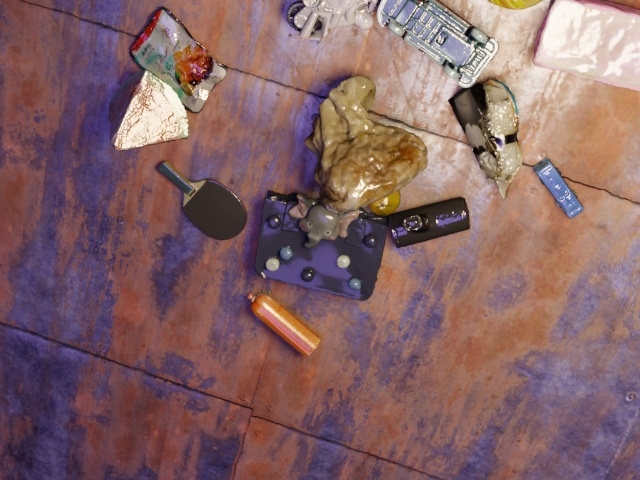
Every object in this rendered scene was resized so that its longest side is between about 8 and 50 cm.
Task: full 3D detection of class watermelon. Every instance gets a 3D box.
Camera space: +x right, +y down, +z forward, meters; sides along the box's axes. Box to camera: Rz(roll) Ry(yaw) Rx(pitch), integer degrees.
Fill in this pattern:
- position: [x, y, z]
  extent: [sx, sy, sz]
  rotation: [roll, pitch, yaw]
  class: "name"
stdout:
- position: [-0.432, -0.295, 1.904]
  extent: [0.207, 0.136, 0.202]
  rotation: [42, 87, -12]
  class: "watermelon"

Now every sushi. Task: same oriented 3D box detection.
- position: [0.409, -0.236, 1.751]
  extent: [0.109, 0.134, 0.273]
  rotation: [-28, 98, -9]
  class: "sushi"

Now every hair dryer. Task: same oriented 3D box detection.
- position: [0.241, -0.039, 1.812]
  extent: [0.197, 0.251, 0.089]
  rotation: [-13, 89, 18]
  class: "hair dryer"

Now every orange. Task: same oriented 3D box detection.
- position: [0.155, -0.102, 1.882]
  extent: [0.085, 0.095, 0.085]
  rotation: [4, 122, 7]
  class: "orange"

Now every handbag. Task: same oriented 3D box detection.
- position: [0.000, 0.000, 1.962]
  extent: [0.325, 0.118, 0.269]
  rotation: [11, 117, 5]
  class: "handbag"

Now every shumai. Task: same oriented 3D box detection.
- position: [0.081, -0.222, 1.732]
  extent: [0.267, 0.314, 0.263]
  rotation: [-17, 107, 34]
  class: "shumai"

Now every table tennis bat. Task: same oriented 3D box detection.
- position: [-0.314, -0.110, 2.033]
  extent: [0.274, 0.021, 0.154]
  rotation: [41, 117, -11]
  class: "table tennis bat"

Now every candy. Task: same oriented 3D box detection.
- position: [0.591, -0.417, 1.616]
  extent: [0.264, 0.116, 0.156]
  rotation: [15, 115, 4]
  class: "candy"

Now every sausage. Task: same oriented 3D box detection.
- position: [-0.106, 0.223, 2.117]
  extent: [0.234, 0.071, 0.071]
  rotation: [41, 117, -8]
  class: "sausage"

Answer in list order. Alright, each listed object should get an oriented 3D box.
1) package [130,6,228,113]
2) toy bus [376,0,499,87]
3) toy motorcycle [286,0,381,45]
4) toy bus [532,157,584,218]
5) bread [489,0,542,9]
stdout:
- position: [-0.345, -0.431, 1.872]
  extent: [0.232, 0.040, 0.166]
  rotation: [44, 118, -8]
  class: "package"
- position: [0.250, -0.456, 1.671]
  extent: [0.265, 0.120, 0.121]
  rotation: [34, 115, -4]
  class: "toy bus"
- position: [0.053, -0.527, 1.698]
  extent: [0.171, 0.110, 0.260]
  rotation: [39, 124, -20]
  class: "toy motorcycle"
- position: [0.556, -0.119, 1.798]
  extent: [0.051, 0.061, 0.153]
  rotation: [-35, 102, 20]
  class: "toy bus"
- position: [0.395, -0.580, 1.568]
  extent: [0.213, 0.104, 0.214]
  rotation: [18, 123, 30]
  class: "bread"
